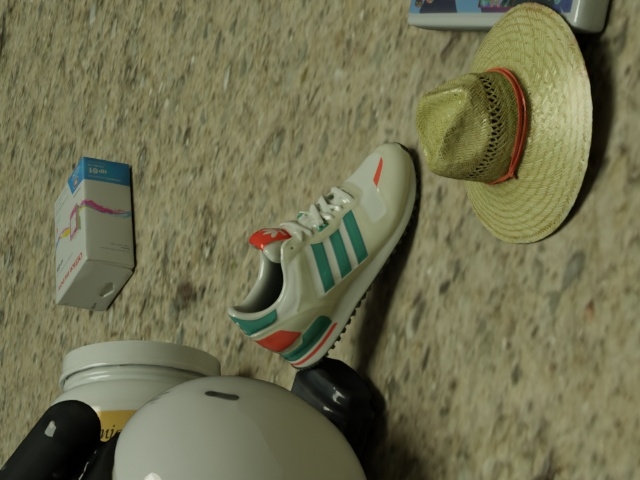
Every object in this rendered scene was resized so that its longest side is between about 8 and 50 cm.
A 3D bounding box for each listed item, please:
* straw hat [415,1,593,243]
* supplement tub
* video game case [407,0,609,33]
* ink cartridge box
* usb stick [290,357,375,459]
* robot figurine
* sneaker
[{"bbox_3d":[0.086,-0.063,0.907,0.144,0.061,0.144,179,90,-66],"label":"straw hat"},{"bbox_3d":[-0.137,0.187,1.215,0.144,0.144,0.199,-37,49,56],"label":"supplement tub"},{"bbox_3d":[0.122,-0.214,0.962,0.201,0.023,0.183,17,97,64],"label":"video game case"},{"bbox_3d":[-0.220,-0.005,1.580,0.088,0.052,0.122,-51,39,46],"label":"ink cartridge box"},{"bbox_3d":[-0.027,0.213,1.089,0.077,0.045,0.278,46,122,58],"label":"usb stick"},{"bbox_3d":[-0.086,0.206,0.996,0.278,0.209,0.173,-53,43,28],"label":"robot figurine"},{"bbox_3d":[0.000,0.000,1.045,0.161,0.075,0.057,-60,27,1],"label":"sneaker"}]
